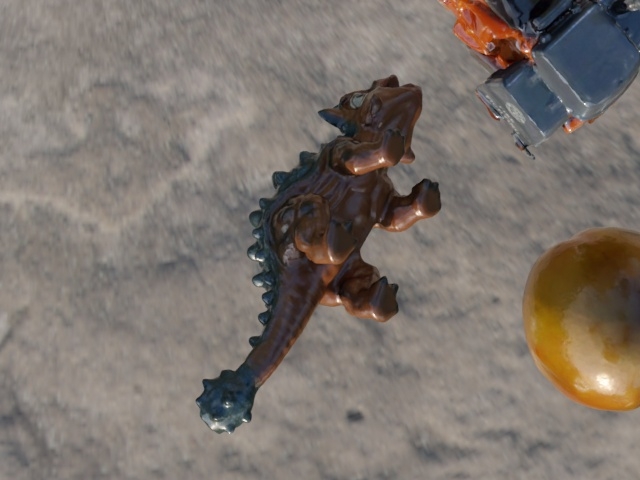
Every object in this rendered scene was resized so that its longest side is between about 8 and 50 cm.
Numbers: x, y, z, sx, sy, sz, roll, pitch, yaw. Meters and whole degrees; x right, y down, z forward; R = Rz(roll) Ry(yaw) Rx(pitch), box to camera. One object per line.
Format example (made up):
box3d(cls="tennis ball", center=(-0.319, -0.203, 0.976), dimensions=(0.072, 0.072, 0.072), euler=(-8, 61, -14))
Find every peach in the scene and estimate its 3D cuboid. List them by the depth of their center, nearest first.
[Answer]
box3d(cls="peach", center=(0.218, 0.053, 1.200), dimensions=(0.138, 0.138, 0.138), euler=(-3, 110, -7))

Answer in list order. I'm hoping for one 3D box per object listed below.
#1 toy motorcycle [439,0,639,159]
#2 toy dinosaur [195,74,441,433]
box3d(cls="toy motorcycle", center=(0.110, -0.213, 1.129), dimensions=(0.148, 0.221, 0.326), euler=(-43, 99, -6))
box3d(cls="toy dinosaur", center=(0.000, 0.000, 0.549), dimensions=(0.154, 0.055, 0.049), euler=(-61, 137, -27))
